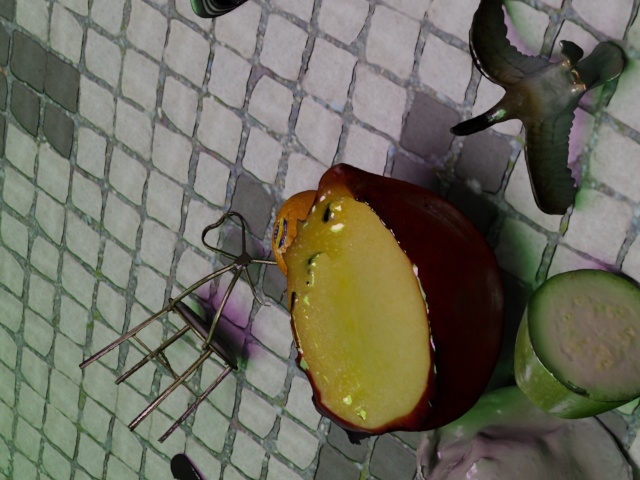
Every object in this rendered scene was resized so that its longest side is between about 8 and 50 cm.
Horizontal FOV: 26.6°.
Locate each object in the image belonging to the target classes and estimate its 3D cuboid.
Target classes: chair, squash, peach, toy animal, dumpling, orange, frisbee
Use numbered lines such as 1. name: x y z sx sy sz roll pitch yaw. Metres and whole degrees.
1. chair: -0.176 0.135 1.986 0.325 0.170 0.160 -44 66 -1
2. squash: 0.295 0.128 1.531 0.170 0.170 0.123 48 145 16
3. peach: 0.099 0.057 1.642 0.257 0.201 0.362 4 114 44
4. toy animal: 0.222 -0.164 1.455 0.160 0.197 0.272 -29 82 42
5. dumpling: 0.252 0.311 1.645 0.293 0.204 0.163 34 144 25
6. orange: -0.001 0.002 1.773 0.135 0.117 0.136 -51 29 44
7. frisbee: -0.150 0.428 2.170 0.187 0.012 0.211 -24 91 45

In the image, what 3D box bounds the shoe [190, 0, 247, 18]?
1. shoe: -0.126 -0.341 1.787 0.179 0.049 0.071 -13 98 45
